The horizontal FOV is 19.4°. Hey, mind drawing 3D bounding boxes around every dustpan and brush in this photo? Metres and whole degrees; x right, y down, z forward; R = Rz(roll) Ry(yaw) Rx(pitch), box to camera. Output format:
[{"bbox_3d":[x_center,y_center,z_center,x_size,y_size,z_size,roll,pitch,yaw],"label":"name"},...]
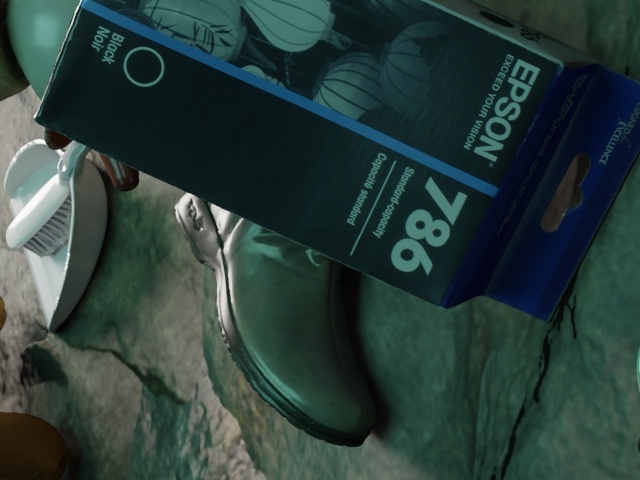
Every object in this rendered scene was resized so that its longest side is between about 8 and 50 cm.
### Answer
[{"bbox_3d":[-0.203,-0.040,1.483,0.211,0.060,0.147,-45,53,34],"label":"dustpan and brush"}]

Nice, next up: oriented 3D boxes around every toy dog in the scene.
[{"bbox_3d":[-0.117,-0.120,1.249,0.220,0.334,0.161,-17,93,34],"label":"toy dog"}]

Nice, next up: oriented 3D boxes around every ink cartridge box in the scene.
[{"bbox_3d":[0.018,-0.077,1.075,0.065,0.333,0.165,-75,8,-72],"label":"ink cartridge box"}]

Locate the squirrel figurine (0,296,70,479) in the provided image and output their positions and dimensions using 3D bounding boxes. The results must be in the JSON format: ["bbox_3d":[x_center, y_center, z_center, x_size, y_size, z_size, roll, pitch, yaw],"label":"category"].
[{"bbox_3d":[-0.369,0.208,1.382,0.281,0.397,0.370,-61,37,16],"label":"squirrel figurine"}]

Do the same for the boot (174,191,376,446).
[{"bbox_3d":[0.000,0.000,1.242,0.161,0.083,0.246,-47,54,26],"label":"boot"}]

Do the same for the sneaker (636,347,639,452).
[{"bbox_3d":[0.244,0.104,0.851,0.256,0.151,0.094,-141,57,-61],"label":"sneaker"}]
